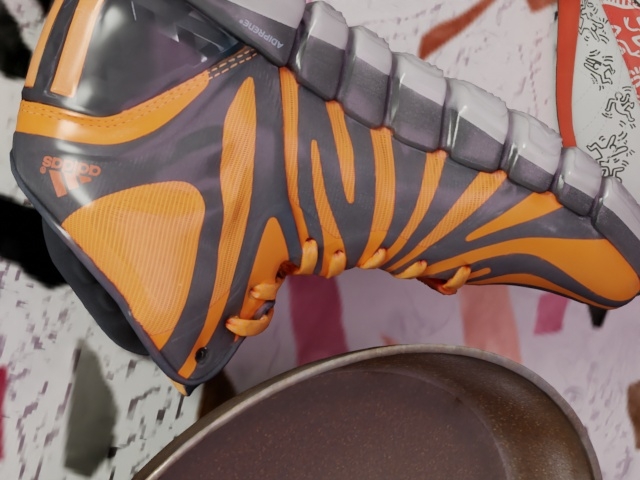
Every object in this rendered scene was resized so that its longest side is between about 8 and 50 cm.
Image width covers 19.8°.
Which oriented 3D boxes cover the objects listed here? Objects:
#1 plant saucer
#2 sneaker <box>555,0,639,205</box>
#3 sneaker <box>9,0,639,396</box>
[{"bbox_3d":[-0.004,0.178,0.842,0.310,0.050,0.311,-15,121,-27],"label":"plant saucer"},{"bbox_3d":[0.194,-0.105,0.929,0.090,0.145,0.270,-17,104,-31],"label":"sneaker"},{"bbox_3d":[0.000,0.000,0.842,0.321,0.124,0.180,27,84,-21],"label":"sneaker"}]
